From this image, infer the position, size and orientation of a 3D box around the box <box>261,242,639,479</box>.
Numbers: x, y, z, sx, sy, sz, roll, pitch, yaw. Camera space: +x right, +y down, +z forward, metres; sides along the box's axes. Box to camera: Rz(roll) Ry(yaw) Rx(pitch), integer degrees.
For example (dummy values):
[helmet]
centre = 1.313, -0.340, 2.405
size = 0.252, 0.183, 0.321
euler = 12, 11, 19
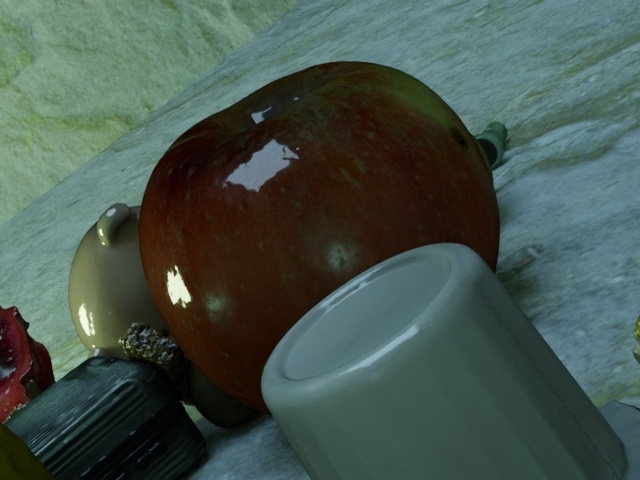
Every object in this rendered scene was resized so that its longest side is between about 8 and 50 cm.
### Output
[box]
centre = 0.067, 0.134, 1.367
size = 0.291, 0.206, 0.262
euler = -20, 20, 37

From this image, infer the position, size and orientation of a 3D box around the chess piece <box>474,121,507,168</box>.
[chess piece]
centre = 0.196, -0.113, 2.211
size = 0.042, 0.042, 0.093
euler = -29, 8, 23

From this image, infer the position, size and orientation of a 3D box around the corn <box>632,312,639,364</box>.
[corn]
centre = 0.318, 0.031, 1.426
size = 0.206, 0.067, 0.067
euler = -34, 14, -6

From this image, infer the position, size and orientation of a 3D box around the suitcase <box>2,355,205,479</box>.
[suitcase]
centre = -0.275, 0.246, 1.922
size = 0.312, 0.128, 0.202
euler = -39, 15, -19

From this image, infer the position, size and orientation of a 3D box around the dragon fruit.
[dragon fruit]
centre = -0.367, 0.220, 2.254
size = 0.211, 0.134, 0.262
euler = 4, 55, 50

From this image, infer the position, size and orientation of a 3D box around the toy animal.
[toy animal]
centre = -0.185, 0.040, 2.232
size = 0.229, 0.210, 0.221
euler = -3, 14, -19

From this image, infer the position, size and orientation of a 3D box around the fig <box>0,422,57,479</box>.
[fig]
centre = -0.366, 0.303, 1.608
size = 0.343, 0.343, 0.343
euler = -32, 15, 9

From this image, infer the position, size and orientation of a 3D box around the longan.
[longan]
centre = -0.088, 0.138, 1.939
size = 0.092, 0.113, 0.113
euler = 10, 24, 5

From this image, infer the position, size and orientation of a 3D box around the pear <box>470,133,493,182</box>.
[pear]
centre = 0.103, -0.058, 2.026
size = 0.167, 0.136, 0.167
euler = -23, 28, 13

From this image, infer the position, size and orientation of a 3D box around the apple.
[apple]
centre = 0.000, 0.000, 1.786
size = 0.348, 0.277, 0.348
euler = -25, 16, 8

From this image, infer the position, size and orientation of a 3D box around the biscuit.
[biscuit]
centre = -0.161, 0.131, 1.992
size = 0.034, 0.064, 0.199
euler = -58, -14, -13
